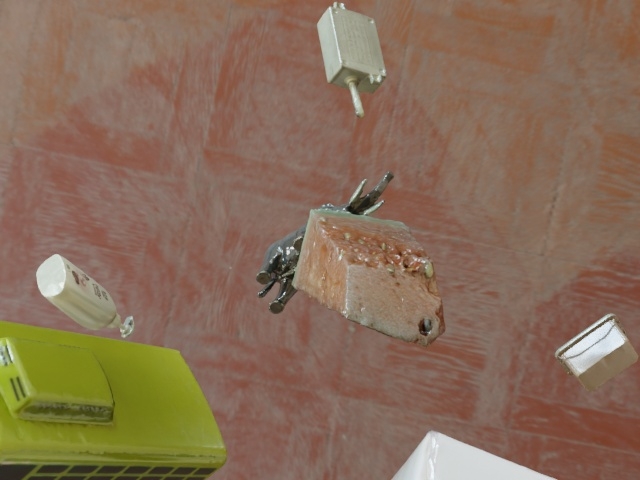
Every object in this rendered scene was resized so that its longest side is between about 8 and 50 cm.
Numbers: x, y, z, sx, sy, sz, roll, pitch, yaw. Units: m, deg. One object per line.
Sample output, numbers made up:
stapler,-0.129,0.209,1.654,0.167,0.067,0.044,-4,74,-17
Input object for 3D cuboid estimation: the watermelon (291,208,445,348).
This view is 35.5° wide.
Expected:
watermelon,0.068,0.054,1.184,0.193,0.256,0.139,15,97,-3

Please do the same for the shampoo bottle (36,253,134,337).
shampoo bottle,-0.288,0.082,1.258,0.045,0.077,0.152,-38,132,4

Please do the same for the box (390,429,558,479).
box,0.073,0.201,0.370,0.195,0.260,0.111,22,47,-2

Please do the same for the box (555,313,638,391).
box,0.461,0.189,1.654,0.122,0.062,0.089,-37,136,6

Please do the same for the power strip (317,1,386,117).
power strip,0.044,-0.235,1.325,0.075,0.042,0.175,10,55,-28

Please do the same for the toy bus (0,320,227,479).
toy bus,-0.203,0.143,0.737,0.150,0.262,0.128,-40,61,18

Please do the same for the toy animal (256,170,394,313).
toy animal,0.000,0.002,1.484,0.269,0.137,0.082,-40,101,23
